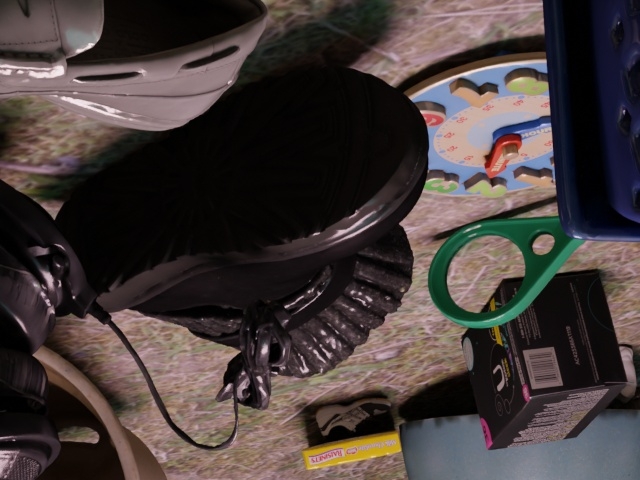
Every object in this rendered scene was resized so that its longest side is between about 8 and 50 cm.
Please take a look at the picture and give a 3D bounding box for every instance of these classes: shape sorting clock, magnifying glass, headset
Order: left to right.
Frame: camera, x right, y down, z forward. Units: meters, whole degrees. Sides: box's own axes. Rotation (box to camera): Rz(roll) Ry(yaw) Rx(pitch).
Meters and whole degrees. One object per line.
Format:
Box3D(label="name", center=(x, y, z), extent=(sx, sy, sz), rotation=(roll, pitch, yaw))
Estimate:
Box3D(label="headset", center=(-0.222, 0.059, 1.149), extent=(0.394, 0.243, 0.185), rotation=(11, 153, -8))
Box3D(label="shape sorting clock", center=(0.138, -0.081, 1.311), extent=(0.206, 0.040, 0.206), rotation=(-10, 157, -4))
Box3D(label="magnifying glass", center=(0.197, 0.000, 1.491), extent=(0.231, 0.092, 0.026), rotation=(-28, 151, 13))

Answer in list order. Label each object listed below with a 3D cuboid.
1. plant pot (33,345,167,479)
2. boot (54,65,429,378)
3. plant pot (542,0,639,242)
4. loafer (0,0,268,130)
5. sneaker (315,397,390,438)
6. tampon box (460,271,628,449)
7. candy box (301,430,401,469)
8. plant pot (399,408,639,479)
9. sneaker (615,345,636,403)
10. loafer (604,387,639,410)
Box3D(label="plant pot", center=(-0.281, 0.261, 1.623), extent=(0.334, 0.333, 0.305), rotation=(-15, 168, 8))
Box3D(label="boot", center=(-0.001, -0.004, 1.302), extent=(0.348, 0.131, 0.260), rotation=(-16, 153, 40))
Box3D(label="plant pot", center=(0.264, -0.107, 1.044), extent=(0.236, 0.236, 0.212), rotation=(1, 171, -28))
Box3D(label="loafer", center=(-0.166, -0.132, 0.971), extent=(0.319, 0.112, 0.111), rotation=(2, 150, -47))
Box3D(label="sneaker", center=(0.038, 0.196, 1.927), extent=(0.083, 0.037, 0.032), rotation=(-12, 156, -1))
Box3D(label="tampon box", center=(0.214, 0.119, 1.716), extent=(0.101, 0.120, 0.161), rotation=(-6, 157, -14))
Box3D(label="candy box", center=(0.036, 0.232, 1.958), extent=(0.105, 0.027, 0.206), rotation=(-14, 174, 1))
Box3D(label="plant pot", center=(0.237, 0.295, 1.959), extent=(0.290, 0.195, 0.290), rotation=(-2, 170, 0))
Box3D(label="sneaker", center=(0.271, 0.154, 1.907), extent=(0.152, 0.061, 0.053), rotation=(-7, 159, -6))
Box3D(label="loafer", center=(0.451, 0.210, 2.072), extent=(0.269, 0.102, 0.092), rotation=(-22, 150, 22))
